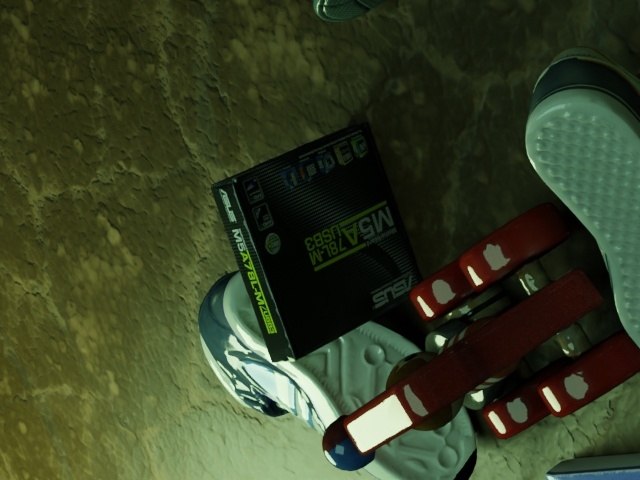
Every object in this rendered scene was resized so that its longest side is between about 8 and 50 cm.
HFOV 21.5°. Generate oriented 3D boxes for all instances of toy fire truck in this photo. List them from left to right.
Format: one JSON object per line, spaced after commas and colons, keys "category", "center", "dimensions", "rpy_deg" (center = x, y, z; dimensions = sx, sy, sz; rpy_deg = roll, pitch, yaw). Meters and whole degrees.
{"category": "toy fire truck", "center": [0.121, 0.112, 1.500], "dimensions": [0.169, 0.254, 0.302], "rpy_deg": [59, 156, 5]}

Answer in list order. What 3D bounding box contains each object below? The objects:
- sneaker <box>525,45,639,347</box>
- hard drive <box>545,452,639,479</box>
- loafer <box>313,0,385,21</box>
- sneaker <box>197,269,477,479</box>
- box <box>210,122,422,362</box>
{"category": "sneaker", "center": [0.280, -0.027, 1.401], "dimensions": [0.126, 0.127, 0.321], "rpy_deg": [-21, 121, 25]}
{"category": "hard drive", "center": [0.349, 0.350, 1.570], "dimensions": [0.210, 0.040, 0.319], "rpy_deg": [-14, 99, 49]}
{"category": "loafer", "center": [0.070, -0.308, 1.503], "dimensions": [0.267, 0.096, 0.084], "rpy_deg": [-48, 54, 40]}
{"category": "sneaker", "center": [0.007, 0.153, 1.788], "dimensions": [0.323, 0.130, 0.236], "rpy_deg": [41, 162, -2]}
{"category": "box", "center": [0.000, 0.000, 1.638], "dimensions": [0.045, 0.190, 0.184], "rpy_deg": [-13, 99, 49]}
